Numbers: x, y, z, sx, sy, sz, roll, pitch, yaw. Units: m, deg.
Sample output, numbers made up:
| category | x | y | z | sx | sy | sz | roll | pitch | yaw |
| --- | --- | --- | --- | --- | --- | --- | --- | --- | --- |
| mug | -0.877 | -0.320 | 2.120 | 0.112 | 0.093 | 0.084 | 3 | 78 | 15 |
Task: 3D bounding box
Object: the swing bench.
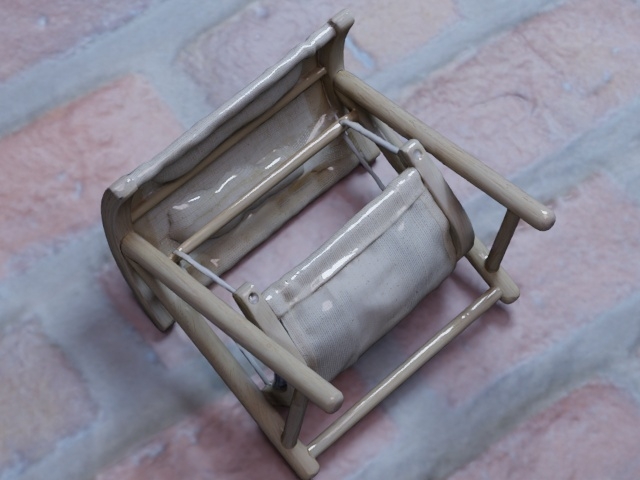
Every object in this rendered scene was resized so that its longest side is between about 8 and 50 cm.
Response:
| category | x | y | z | sx | sy | sz | roll | pitch | yaw |
| --- | --- | --- | --- | --- | --- | --- | --- | --- | --- |
| swing bench | 0.000 | 0.000 | 1.527 | 0.253 | 0.165 | 0.254 | -39 | 74 | -23 |
